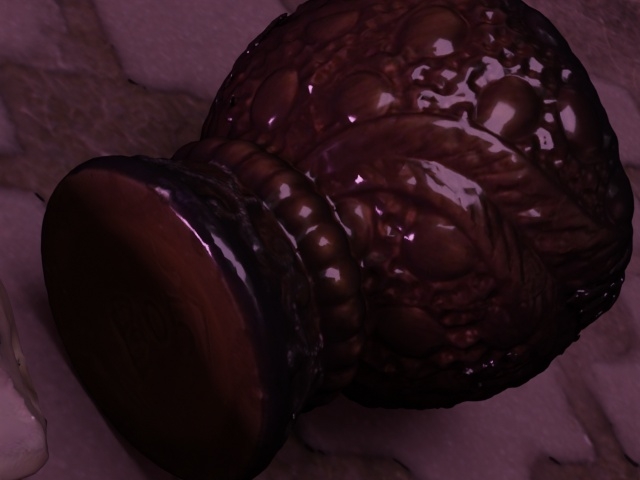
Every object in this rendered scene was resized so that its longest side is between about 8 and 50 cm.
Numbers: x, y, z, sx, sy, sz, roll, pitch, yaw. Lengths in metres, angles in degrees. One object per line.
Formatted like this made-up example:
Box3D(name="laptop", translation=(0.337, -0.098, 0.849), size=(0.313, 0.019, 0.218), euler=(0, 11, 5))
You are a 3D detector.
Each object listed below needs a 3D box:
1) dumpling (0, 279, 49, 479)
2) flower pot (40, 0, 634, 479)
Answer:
Box3D(name="dumpling", translation=(-0.274, 0.056, 0.816), size=(0.243, 0.187, 0.318), euler=(-43, 65, -10))
Box3D(name="flower pot", translation=(0.000, 0.000, 0.987), size=(0.267, 0.266, 0.266), euler=(-27, 77, -35))
